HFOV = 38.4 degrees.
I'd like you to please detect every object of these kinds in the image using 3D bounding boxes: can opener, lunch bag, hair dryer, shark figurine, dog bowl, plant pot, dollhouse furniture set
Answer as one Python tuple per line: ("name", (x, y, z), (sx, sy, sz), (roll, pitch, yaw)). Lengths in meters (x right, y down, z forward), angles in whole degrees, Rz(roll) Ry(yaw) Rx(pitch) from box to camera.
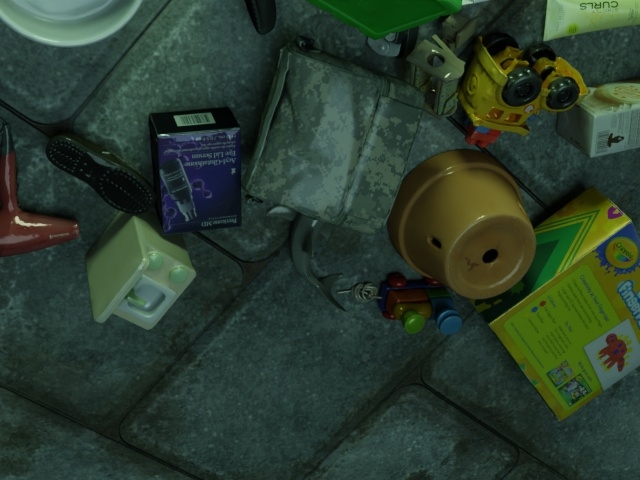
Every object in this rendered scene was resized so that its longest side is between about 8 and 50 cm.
("can opener", (0.146, -0.466, 1.653), (0.093, 0.074, 0.280), (-26, 135, -46))
("lunch bag", (0.012, -0.189, 1.657), (0.256, 0.212, 0.305), (12, 105, -28))
("hair dryer", (-0.557, -0.069, 1.632), (0.293, 0.080, 0.223), (36, 103, -32))
("shark figurine", (-0.017, 0.023, 1.854), (0.166, 0.116, 0.278), (-7, 120, -13))
("dog bowl", (-0.407, -0.446, 1.444), (0.265, 0.104, 0.265), (-9, 122, -14))
("plant pot", (0.309, -0.015, 1.886), (0.291, 0.203, 0.290), (-9, 122, -15))
("dollhouse furniture set", (0.244, -0.307, 1.738), (0.161, 0.101, 0.182), (-46, 159, -23))

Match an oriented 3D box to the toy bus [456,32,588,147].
("toy bus", (0.377, -0.273, 1.802), (0.220, 0.149, 0.211), (6, 130, -25))

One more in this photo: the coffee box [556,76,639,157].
("coffee box", (0.632, -0.260, 1.888), (0.247, 0.141, 0.098), (-13, 122, -13))

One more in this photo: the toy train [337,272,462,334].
("toy train", (0.172, 0.148, 1.971), (0.248, 0.143, 0.105), (-2, 120, -18))

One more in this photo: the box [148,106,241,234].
("box", (-0.229, -0.128, 1.692), (0.153, 0.108, 0.207), (-8, 121, -15))

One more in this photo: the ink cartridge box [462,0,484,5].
("ink cartridge box", (0.303, -0.481, 1.665), (0.180, 0.104, 0.060), (-15, 123, -11))

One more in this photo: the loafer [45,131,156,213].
("loafer", (-0.386, -0.132, 1.651), (0.080, 0.078, 0.220), (-41, 119, 20))

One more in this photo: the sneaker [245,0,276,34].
("sneaker", (-0.069, -0.503, 1.514), (0.146, 0.122, 0.330), (-9, 122, -12))

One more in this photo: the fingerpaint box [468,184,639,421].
("fingerpaint box", (0.579, 0.153, 2.091), (0.371, 0.163, 0.445), (-37, 129, 5))

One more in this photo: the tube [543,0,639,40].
("tube", (0.554, -0.446, 1.802), (0.240, 0.062, 0.070), (-7, 81, -9))

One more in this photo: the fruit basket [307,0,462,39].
("fruit basket", (0.079, -0.542, 1.402), (0.283, 0.392, 0.392), (-12, 132, 33))

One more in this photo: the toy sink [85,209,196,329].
("toy sink", (-0.329, 0.060, 1.693), (0.131, 0.234, 0.153), (32, 105, -31))
